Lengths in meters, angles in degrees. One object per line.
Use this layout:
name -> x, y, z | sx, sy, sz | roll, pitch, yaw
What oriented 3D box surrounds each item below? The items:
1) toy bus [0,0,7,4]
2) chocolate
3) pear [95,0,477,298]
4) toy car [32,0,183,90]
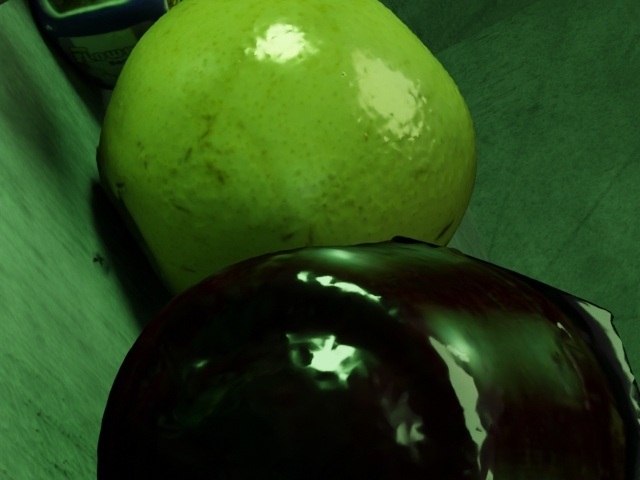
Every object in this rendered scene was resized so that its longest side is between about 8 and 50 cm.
toy bus -> -0.248, -0.293, 1.441 | 0.142, 0.202, 0.142 | 54, 15, -50
chocolate -> 0.011, 0.147, 1.267 | 0.331, 0.383, 0.384 | 32, 33, -58
pear -> -0.033, -0.078, 1.605 | 0.348, 0.348, 0.348 | 59, 12, -20
toy car -> -0.184, -0.231, 1.742 | 0.235, 0.172, 0.158 | 49, 34, -59
